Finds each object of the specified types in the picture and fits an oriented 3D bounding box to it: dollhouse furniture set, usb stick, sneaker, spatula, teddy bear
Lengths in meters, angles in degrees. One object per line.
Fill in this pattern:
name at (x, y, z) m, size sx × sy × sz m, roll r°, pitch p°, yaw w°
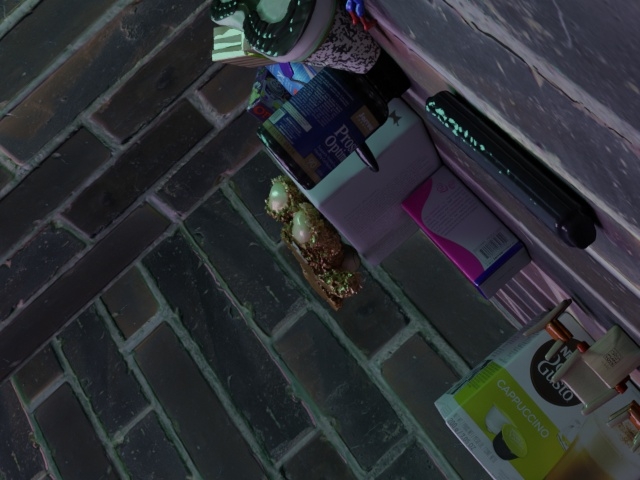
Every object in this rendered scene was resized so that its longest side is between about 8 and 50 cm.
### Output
dollhouse furniture set at (0.473, 0.206, 1.753) m, size 0.262 × 0.135 × 0.259 m, roll 49°, pitch -167°, yaw 15°
usb stick at (0.217, -0.087, 1.241) m, size 0.278 × 0.045 × 0.077 m, roll 49°, pitch -179°, yaw 40°
sneaker at (-0.036, -0.325, 1.533) m, size 0.182 × 0.158 × 0.410 m, roll 27°, pitch -162°, yaw -30°
spatula at (0.000, -0.222, 1.667) m, size 0.296 × 0.030 × 0.084 m, roll 48°, pitch 176°, yaw -12°
teddy bear at (0.000, 0.000, 2.083) m, size 0.245 × 0.113 × 0.338 m, roll 41°, pitch 167°, yaw 51°

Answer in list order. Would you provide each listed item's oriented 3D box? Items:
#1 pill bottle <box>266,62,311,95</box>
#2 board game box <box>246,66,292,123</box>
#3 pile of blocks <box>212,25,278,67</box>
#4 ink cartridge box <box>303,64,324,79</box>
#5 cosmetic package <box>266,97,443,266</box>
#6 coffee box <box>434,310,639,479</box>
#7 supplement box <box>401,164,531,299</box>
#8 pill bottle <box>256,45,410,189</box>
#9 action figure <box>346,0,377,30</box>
pill bottle at (-0.007, -0.310, 1.977) m, size 0.221 × 0.124 × 0.124 m, roll 49°, pitch -178°, yaw 18°
board game box at (0.003, -0.250, 2.228) m, size 0.347 × 0.056 × 0.208 m, roll 36°, pitch -141°, yaw -28°
pile of blocks at (-0.065, -0.379, 1.809) m, size 0.362 × 0.148 × 0.113 m, roll -1°, pitch 90°, yaw 63°
ink cartridge box at (0.034, -0.276, 1.700) m, size 0.092 × 0.090 × 0.143 m, roll 48°, pitch -178°, yaw 11°
cosmetic package at (0.090, -0.124, 1.969) m, size 0.161 × 0.230 × 0.453 m, roll 49°, pitch -179°, yaw 20°
coffee box at (0.479, 0.376, 2.219) m, size 0.338 × 0.334 × 0.338 m, roll 49°, pitch 180°, yaw 5°
supplement box at (0.266, -0.015, 1.944) m, size 0.220 × 0.111 × 0.114 m, roll 50°, pitch -177°, yaw 25°
pill bottle at (0.022, -0.188, 1.568) m, size 0.123 × 0.219 × 0.123 m, roll 48°, pitch -178°, yaw -2°
action figure at (0.036, -0.302, 1.268) m, size 0.038 × 0.030 × 0.115 m, roll 42°, pitch 173°, yaw 37°
